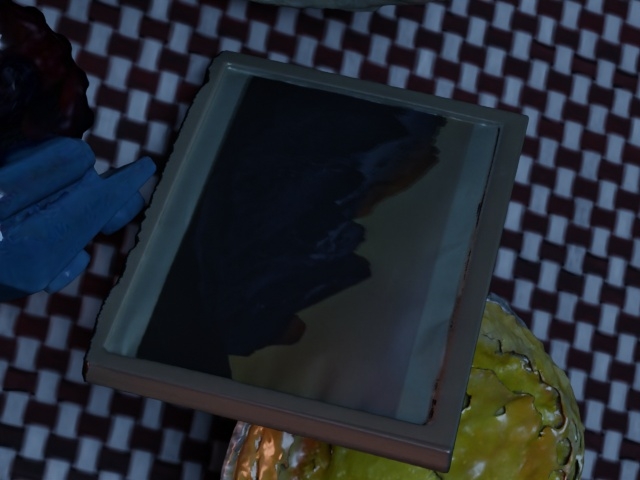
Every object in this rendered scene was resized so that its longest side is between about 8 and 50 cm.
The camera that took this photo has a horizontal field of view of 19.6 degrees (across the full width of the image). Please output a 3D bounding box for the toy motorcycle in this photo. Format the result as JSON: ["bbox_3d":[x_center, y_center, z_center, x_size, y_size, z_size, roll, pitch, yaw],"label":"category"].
[{"bbox_3d":[-0.236,0.064,0.928,0.232,0.172,0.416,50,57,-17],"label":"toy motorcycle"}]

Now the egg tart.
[{"bbox_3d":[0.038,0.131,1.036,0.234,0.094,0.234,-8,105,-31],"label":"egg tart"}]

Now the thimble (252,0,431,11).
[{"bbox_3d":[-0.038,-0.242,0.988,0.291,0.291,0.195,10,80,-21],"label":"thimble"}]

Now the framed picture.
[{"bbox_3d":[0.000,-0.001,0.994,0.192,0.018,0.265,12,45,5],"label":"framed picture"}]
